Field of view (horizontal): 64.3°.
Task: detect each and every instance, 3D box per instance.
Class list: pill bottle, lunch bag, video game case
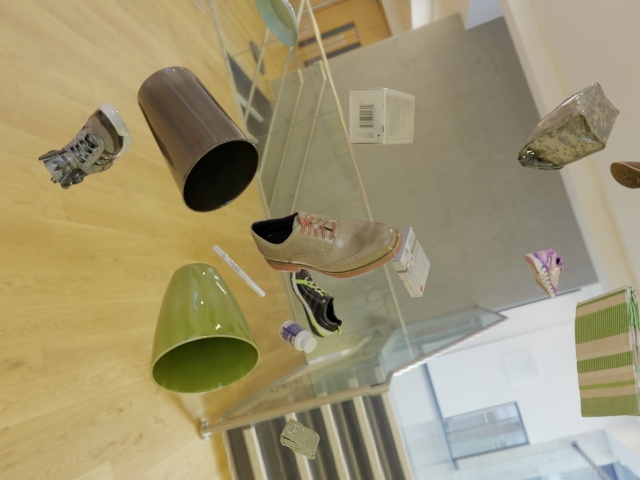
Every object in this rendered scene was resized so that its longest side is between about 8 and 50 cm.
[{"bbox_3d":[-0.069,0.300,1.577,0.120,0.067,0.067,24,-32,45],"label":"pill bottle"},{"bbox_3d":[0.840,-0.369,1.763,0.169,0.287,0.235,48,53,-10],"label":"lunch bag"},{"bbox_3d":[-0.323,0.126,2.041,0.206,0.026,0.227,41,-9,22],"label":"video game case"}]

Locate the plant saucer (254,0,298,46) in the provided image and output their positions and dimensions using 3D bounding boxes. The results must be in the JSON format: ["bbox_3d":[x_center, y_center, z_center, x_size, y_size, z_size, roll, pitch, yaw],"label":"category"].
[{"bbox_3d":[-0.116,-0.642,1.433,0.195,0.037,0.195,47,-11,12],"label":"plant saucer"}]

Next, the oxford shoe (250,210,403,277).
[{"bbox_3d":[0.000,0.000,1.096,0.130,0.348,0.123,53,41,-45],"label":"oxford shoe"}]

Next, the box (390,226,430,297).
[{"bbox_3d":[0.296,0.073,1.654,0.186,0.038,0.145,54,45,-35],"label":"box"}]

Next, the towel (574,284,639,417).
[{"bbox_3d":[0.774,0.305,1.372,0.248,0.038,0.325,116,-19,-69],"label":"towel"}]

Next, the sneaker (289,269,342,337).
[{"bbox_3d":[-0.003,0.163,1.460,0.084,0.097,0.235,-17,81,-60],"label":"sneaker"}]

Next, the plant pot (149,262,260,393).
[{"bbox_3d":[-0.327,0.215,1.381,0.275,0.274,0.294,60,7,-50],"label":"plant pot"}]

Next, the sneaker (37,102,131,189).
[{"bbox_3d":[-0.512,-0.191,1.101,0.101,0.268,0.153,53,54,-9],"label":"sneaker"}]

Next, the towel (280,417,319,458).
[{"bbox_3d":[-0.057,0.548,1.409,0.110,0.027,0.148,30,5,4],"label":"towel"}]

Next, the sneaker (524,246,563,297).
[{"bbox_3d":[0.811,0.110,1.797,0.236,0.104,0.095,51,7,-37],"label":"sneaker"}]

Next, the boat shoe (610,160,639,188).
[{"bbox_3d":[0.805,-0.165,1.270,0.178,0.060,0.064,-127,-162,-68],"label":"boat shoe"}]

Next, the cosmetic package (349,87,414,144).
[{"bbox_3d":[0.195,-0.376,1.565,0.309,0.113,0.160,-22,115,-64],"label":"cosmetic package"}]

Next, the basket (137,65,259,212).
[{"bbox_3d":[-0.236,-0.200,0.951,0.227,0.154,0.204,57,-29,18],"label":"basket"}]
